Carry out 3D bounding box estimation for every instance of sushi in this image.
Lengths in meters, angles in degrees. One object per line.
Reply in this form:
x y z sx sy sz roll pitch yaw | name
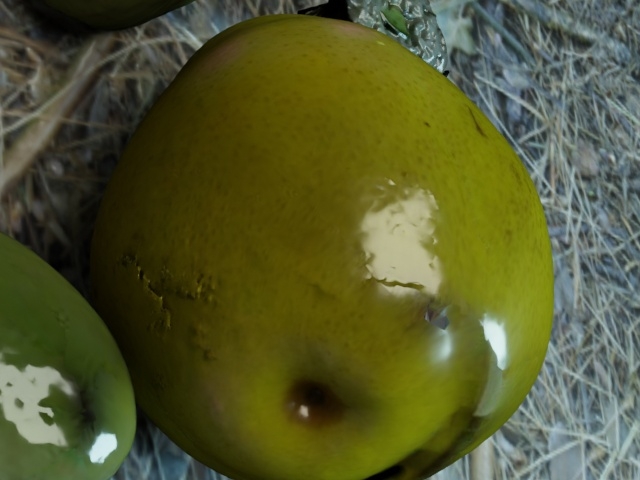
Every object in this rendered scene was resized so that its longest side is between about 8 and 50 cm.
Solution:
0.036 -0.135 1.420 0.094 0.084 0.098 -15 80 -48 | sushi

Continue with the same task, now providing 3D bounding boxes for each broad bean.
-0.216 0.059 1.024 0.263 0.121 0.189 25 51 -36 | broad bean

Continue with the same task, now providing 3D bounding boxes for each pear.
0.005 -0.006 1.180 0.285 0.285 0.336 33 48 -33 | pear

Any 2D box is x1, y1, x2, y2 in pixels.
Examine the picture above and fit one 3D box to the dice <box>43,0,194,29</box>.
-0.087 -0.286 1.250 0.238 0.227 0.233 -34 96 -48 | dice
